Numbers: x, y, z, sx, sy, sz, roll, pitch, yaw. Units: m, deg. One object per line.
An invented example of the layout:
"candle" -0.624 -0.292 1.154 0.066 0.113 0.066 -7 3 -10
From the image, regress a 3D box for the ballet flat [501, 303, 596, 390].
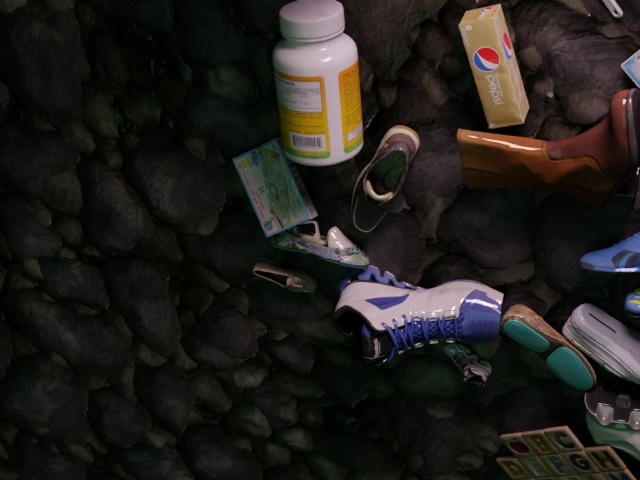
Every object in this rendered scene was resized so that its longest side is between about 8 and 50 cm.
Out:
"ballet flat" 0.408 0.180 1.981 0.206 0.067 0.073 40 129 -11

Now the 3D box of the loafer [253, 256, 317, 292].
"loafer" -0.068 0.073 2.120 0.125 0.039 0.045 23 127 6

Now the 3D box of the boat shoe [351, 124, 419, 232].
"boat shoe" 0.100 -0.094 1.916 0.080 0.073 0.223 28 128 3

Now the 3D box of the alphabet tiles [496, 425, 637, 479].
"alphabet tiles" 0.498 0.481 2.130 0.342 0.011 0.285 50 144 -15

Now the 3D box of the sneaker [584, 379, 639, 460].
"sneaker" 0.633 0.339 1.977 0.331 0.122 0.146 10 136 23

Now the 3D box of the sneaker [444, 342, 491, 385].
"sneaker" 0.267 0.233 2.073 0.098 0.069 0.038 28 128 2

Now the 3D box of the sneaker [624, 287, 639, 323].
"sneaker" 0.602 0.123 1.875 0.188 0.067 0.078 8 146 15

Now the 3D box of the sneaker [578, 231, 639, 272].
"sneaker" 0.524 0.014 1.833 0.209 0.069 0.082 -3 88 34

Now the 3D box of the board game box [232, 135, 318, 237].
"board game box" -0.081 -0.094 1.990 0.103 0.026 0.154 -22 94 32

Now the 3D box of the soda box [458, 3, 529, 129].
"soda box" 0.269 -0.266 1.737 0.058 0.061 0.181 -9 119 26

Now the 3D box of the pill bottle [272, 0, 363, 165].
"pill bottle" -0.005 -0.256 1.809 0.136 0.136 0.245 7 124 18

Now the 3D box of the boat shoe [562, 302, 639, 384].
"boat shoe" 0.523 0.196 1.949 0.226 0.083 0.076 40 141 7

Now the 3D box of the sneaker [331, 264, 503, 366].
"sneaker" 0.156 0.155 1.994 0.315 0.182 0.127 9 127 17

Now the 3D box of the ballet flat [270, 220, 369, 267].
"ballet flat" 0.000 0.000 2.031 0.188 0.070 0.070 13 126 10

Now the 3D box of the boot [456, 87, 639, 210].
"boot" 0.352 -0.153 1.734 0.280 0.096 0.264 11 157 16

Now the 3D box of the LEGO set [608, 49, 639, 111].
"LEGO set" 0.553 -0.235 1.668 0.182 0.060 0.244 50 126 1

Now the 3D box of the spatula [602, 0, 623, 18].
"spatula" 0.391 -0.418 1.567 0.242 0.019 0.168 49 154 -16
